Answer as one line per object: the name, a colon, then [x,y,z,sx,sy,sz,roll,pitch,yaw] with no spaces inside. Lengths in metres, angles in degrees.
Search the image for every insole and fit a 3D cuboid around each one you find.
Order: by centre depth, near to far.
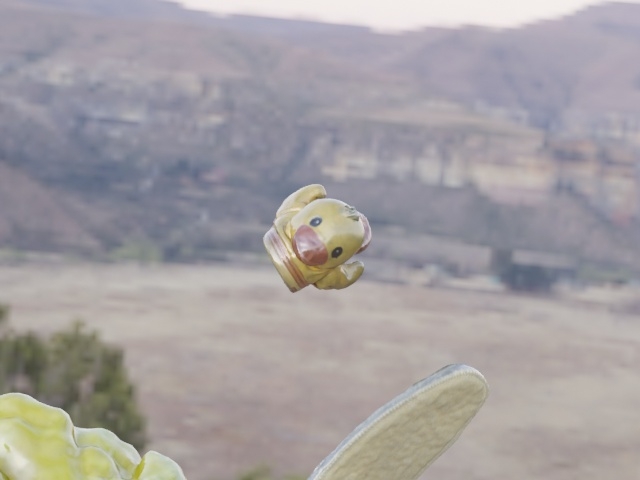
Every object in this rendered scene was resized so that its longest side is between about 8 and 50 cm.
insole: [0.007,0.163,1.155,0.011,0.248,0.081,44,-7,38]

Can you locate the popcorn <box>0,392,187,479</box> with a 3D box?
popcorn: [-0.221,0.223,1.290,0.250,0.242,0.235,16,-16,19]

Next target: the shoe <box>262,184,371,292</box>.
shoe: [-0.001,-0.002,1.303,0.069,0.072,0.109,-30,-23,2]
